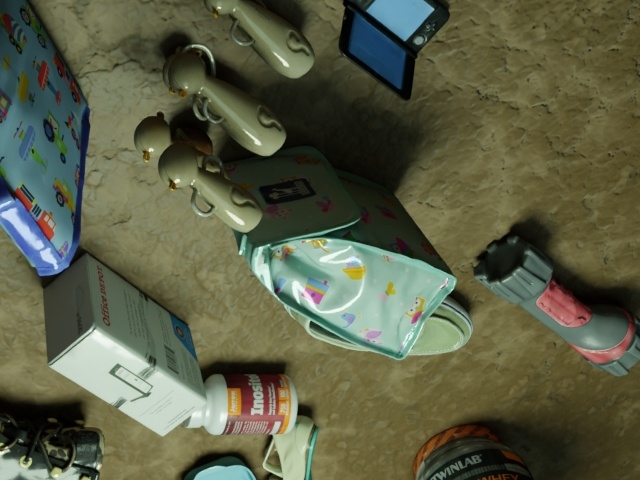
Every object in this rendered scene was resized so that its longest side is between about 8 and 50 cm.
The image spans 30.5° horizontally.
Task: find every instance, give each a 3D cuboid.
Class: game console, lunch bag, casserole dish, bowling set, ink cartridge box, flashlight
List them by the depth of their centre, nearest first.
[{"bbox_3d":[-0.321,-0.115,1.178,0.138,0.293,0.221,-25,130,1],"label":"lunch bag"},{"bbox_3d":[-0.145,-0.133,1.310,0.154,0.287,0.200,36,142,-30],"label":"bowling set"},{"bbox_3d":[0.088,-0.243,1.365,0.122,0.071,0.107,31,112,-35],"label":"game console"},{"bbox_3d":[0.000,0.000,1.425,0.262,0.223,0.160,22,111,-29],"label":"lunch bag"},{"bbox_3d":[-0.249,0.133,1.490,0.086,0.148,0.203,-38,128,14],"label":"ink cartridge box"},{"bbox_3d":[0.360,0.093,1.703,0.304,0.103,0.103,36,82,-35],"label":"flashlight"},{"bbox_3d":[-0.146,0.395,1.801,0.114,0.037,0.188,-21,131,-3],"label":"casserole dish"}]

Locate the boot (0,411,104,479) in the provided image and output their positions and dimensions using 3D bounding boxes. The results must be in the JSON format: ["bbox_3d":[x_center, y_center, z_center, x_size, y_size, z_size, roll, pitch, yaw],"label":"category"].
[{"bbox_3d":[-0.421,0.249,1.527,0.284,0.138,0.377,14,125,-26],"label":"boot"}]

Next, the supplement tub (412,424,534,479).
[{"bbox_3d":[0.262,0.446,1.798,0.193,0.316,0.194,-10,128,-13],"label":"supplement tub"}]

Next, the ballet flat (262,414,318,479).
[{"bbox_3d":[-0.048,0.359,1.791,0.086,0.086,0.248,-7,127,-14],"label":"ballet flat"}]

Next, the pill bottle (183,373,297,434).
[{"bbox_3d":[-0.115,0.230,1.652,0.152,0.086,0.086,2,126,-21],"label":"pill bottle"}]

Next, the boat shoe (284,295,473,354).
[{"bbox_3d":[0.086,0.120,1.630,0.302,0.094,0.109,12,122,-26],"label":"boat shoe"}]
